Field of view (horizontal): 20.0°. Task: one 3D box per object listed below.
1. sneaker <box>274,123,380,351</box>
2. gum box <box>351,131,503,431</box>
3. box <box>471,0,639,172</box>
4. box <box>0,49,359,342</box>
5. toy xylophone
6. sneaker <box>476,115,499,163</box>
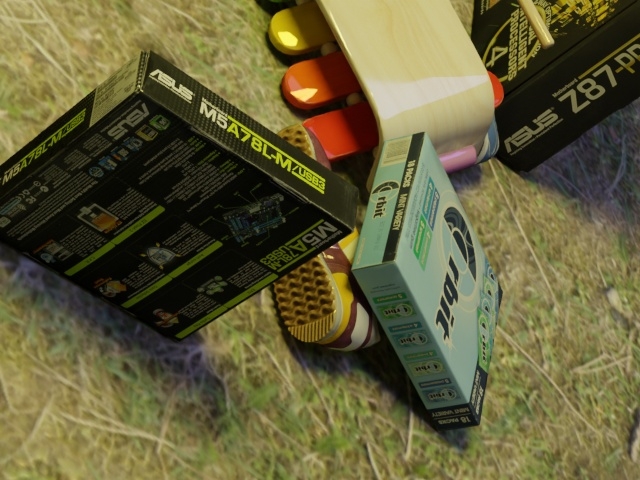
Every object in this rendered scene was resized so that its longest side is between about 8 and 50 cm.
[{"bbox_3d":[0.000,0.000,1.422,0.084,0.069,0.185,19,56,-51],"label":"sneaker"},{"bbox_3d":[0.089,0.033,1.455,0.184,0.041,0.157,60,29,-35],"label":"gum box"},{"bbox_3d":[0.287,-0.293,1.747,0.097,0.318,0.395,36,42,-26],"label":"box"},{"bbox_3d":[-0.104,-0.023,1.210,0.184,0.190,0.045,30,45,-30],"label":"box"},{"bbox_3d":[0.061,-0.203,1.561,0.236,0.081,0.323,-11,71,-24],"label":"toy xylophone"},{"bbox_3d":[0.103,-0.159,1.653,0.081,0.080,0.211,10,60,-62],"label":"sneaker"}]
